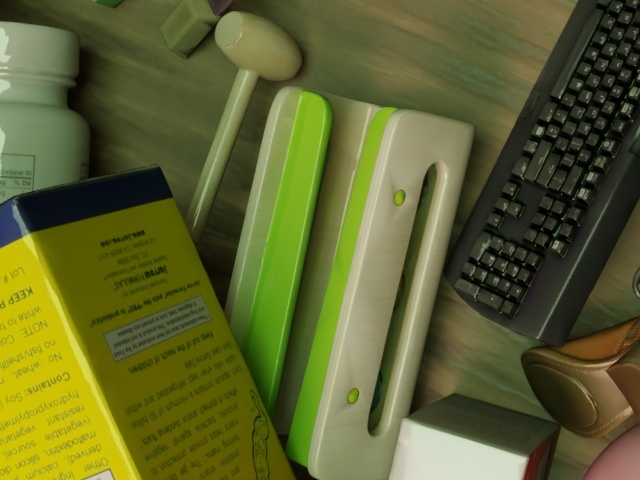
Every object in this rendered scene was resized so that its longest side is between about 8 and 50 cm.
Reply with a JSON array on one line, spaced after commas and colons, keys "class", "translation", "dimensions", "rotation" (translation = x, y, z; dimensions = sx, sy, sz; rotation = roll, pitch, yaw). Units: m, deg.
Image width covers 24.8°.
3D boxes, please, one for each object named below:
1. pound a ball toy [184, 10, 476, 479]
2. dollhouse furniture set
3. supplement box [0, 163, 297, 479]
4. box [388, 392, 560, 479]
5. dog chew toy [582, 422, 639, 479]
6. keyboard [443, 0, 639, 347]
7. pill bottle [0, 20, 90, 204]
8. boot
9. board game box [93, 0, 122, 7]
[{"class": "pound a ball toy", "translation": [0.000, 0.000, 1.116], "dimensions": [0.208, 0.136, 0.319], "rotation": [16, 95, 41]}, {"class": "dollhouse furniture set", "translation": [-0.081, -0.209, 1.176], "dimensions": [0.114, 0.081, 0.091], "rotation": [-40, 70, 46]}, {"class": "supplement box", "translation": [-0.155, 0.155, 0.981], "dimensions": [0.194, 0.195, 0.356], "rotation": [-23, 89, 24]}, {"class": "box", "translation": [0.105, 0.190, 1.045], "dimensions": [0.091, 0.170, 0.130], "rotation": [15, 95, 16]}, {"class": "dog chew toy", "translation": [0.234, 0.282, 0.999], "dimensions": [0.207, 0.206, 0.332], "rotation": [30, 106, 14]}, {"class": "keyboard", "translation": [0.218, -0.072, 1.026], "dimensions": [0.201, 0.033, 0.317], "rotation": [26, 91, 42]}, {"class": "pill bottle", "translation": [-0.252, -0.056, 1.171], "dimensions": [0.131, 0.131, 0.229], "rotation": [4, 91, 16]}, {"class": "boot", "translation": [0.244, 0.074, 1.046], "dimensions": [0.152, 0.197, 0.073], "rotation": [-31, 99, -23]}, {"class": "board game box", "translation": [-0.116, -0.371, 1.176], "dimensions": [0.317, 0.046, 0.213], "rotation": [-37, 81, 13]}]
